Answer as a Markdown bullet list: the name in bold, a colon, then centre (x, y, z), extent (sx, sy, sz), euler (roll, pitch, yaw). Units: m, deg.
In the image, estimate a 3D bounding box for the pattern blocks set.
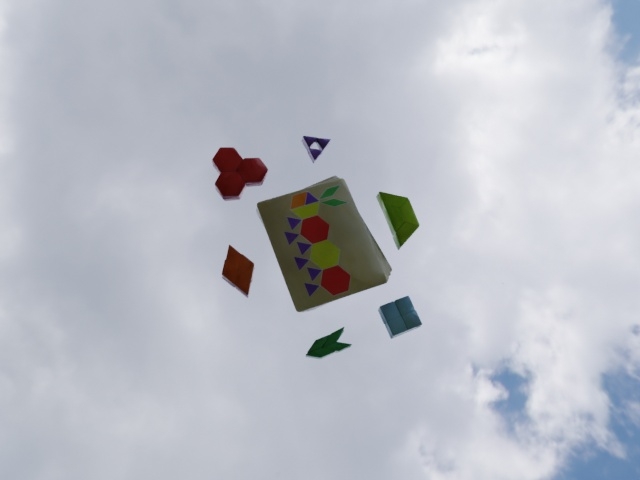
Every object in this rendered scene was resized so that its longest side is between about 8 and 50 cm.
- **pattern blocks set**: centre (0.000, 0.000, 0.922), extent (0.286, 0.026, 0.324), euler (-9, -110, -12)
